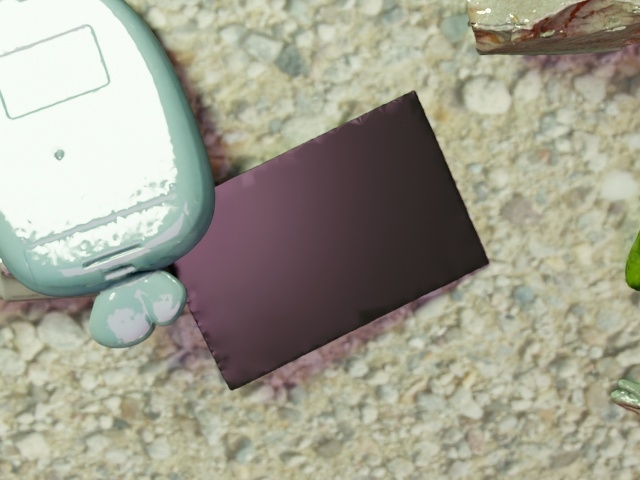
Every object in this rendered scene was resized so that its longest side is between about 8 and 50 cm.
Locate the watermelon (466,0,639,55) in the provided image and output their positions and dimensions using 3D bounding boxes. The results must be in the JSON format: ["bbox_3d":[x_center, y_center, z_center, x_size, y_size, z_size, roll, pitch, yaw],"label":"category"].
[{"bbox_3d":[0.257,-0.215,1.193,0.305,0.180,0.224,-4,134,11],"label":"watermelon"}]

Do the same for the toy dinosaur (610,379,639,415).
[{"bbox_3d":[0.386,0.128,1.360,0.242,0.053,0.167,27,121,4],"label":"toy dinosaur"}]

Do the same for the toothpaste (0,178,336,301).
[{"bbox_3d":[-0.150,0.009,1.353,0.323,0.066,0.100,-4,105,-2],"label":"toothpaste"}]

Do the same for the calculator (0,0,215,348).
[{"bbox_3d":[-0.187,-0.063,1.296,0.188,0.042,0.302,-20,87,2],"label":"calculator"}]

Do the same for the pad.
[{"bbox_3d":[0.000,0.000,1.346,0.246,0.006,0.170,-26,107,-3],"label":"pad"}]

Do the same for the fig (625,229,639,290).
[{"bbox_3d":[0.311,0.002,1.310,0.123,0.123,0.156,37,118,-11],"label":"fig"}]
